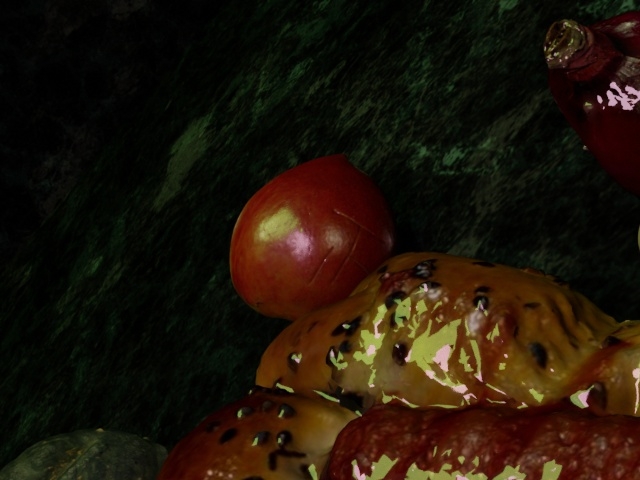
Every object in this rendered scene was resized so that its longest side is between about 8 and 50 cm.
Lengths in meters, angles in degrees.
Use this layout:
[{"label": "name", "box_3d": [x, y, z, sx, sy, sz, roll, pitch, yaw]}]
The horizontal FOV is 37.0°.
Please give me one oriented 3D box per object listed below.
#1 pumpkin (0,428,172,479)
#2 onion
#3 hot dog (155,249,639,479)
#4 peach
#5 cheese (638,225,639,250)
[{"label": "pumpkin", "box_3d": [-0.227, 0.344, 0.903, 0.328, 0.291, 0.257, -47, 17, -8]}, {"label": "onion", "box_3d": [0.263, -0.134, 0.791, 0.135, 0.198, 0.173, -39, 47, 14]}, {"label": "hot dog", "box_3d": [0.076, 0.150, 0.595, 0.365, 0.196, 0.367, 8, 41, 47]}, {"label": "peach", "box_3d": [0.000, 0.000, 1.065, 0.197, 0.197, 0.197, -38, 30, 27]}, {"label": "cheese", "box_3d": [0.293, 0.033, 0.712, 0.097, 0.037, 0.192, -36, 31, 33]}]
